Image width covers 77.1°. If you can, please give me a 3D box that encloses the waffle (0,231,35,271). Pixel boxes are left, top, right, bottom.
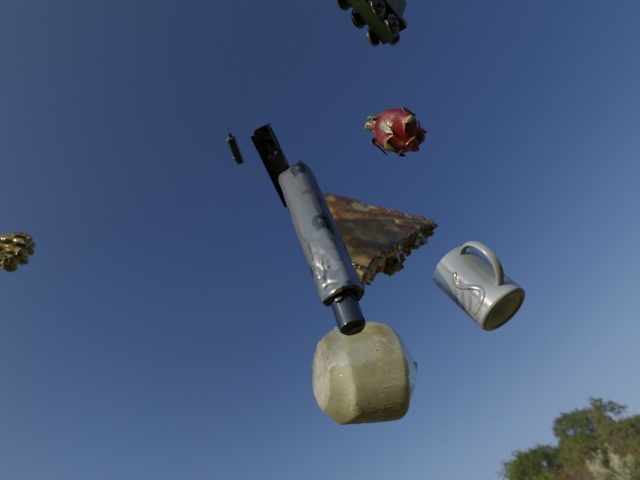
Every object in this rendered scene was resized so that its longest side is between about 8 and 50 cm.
[{"bbox_3d":[-0.708,0.030,0.840,0.193,0.149,0.051,-11,-65,-17],"label":"waffle"}]

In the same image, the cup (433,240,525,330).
[{"bbox_3d":[0.273,0.075,0.712,0.099,0.133,0.136,-43,-45,4],"label":"cup"}]

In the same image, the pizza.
[{"bbox_3d":[0.152,-0.002,1.089,0.405,0.440,0.130,0,-61,-20],"label":"pizza"}]

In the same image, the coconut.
[{"bbox_3d":[0.114,0.323,0.981,0.246,0.245,0.245,4,-51,-14],"label":"coconut"}]

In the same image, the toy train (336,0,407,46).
[{"bbox_3d":[0.129,-0.594,0.989,0.225,0.090,0.137,33,-113,-35],"label":"toy train"}]

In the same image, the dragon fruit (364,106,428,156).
[{"bbox_3d":[0.134,-0.202,0.735,0.086,0.116,0.081,-47,-39,3],"label":"dragon fruit"}]

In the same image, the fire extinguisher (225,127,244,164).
[{"bbox_3d":[-0.204,-0.219,0.943,0.025,0.038,0.083,-13,-51,3],"label":"fire extinguisher"}]

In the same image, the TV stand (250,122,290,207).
[{"bbox_3d":[-0.088,-0.147,0.941,0.042,0.036,0.249,-10,-66,37],"label":"TV stand"}]

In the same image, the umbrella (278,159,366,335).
[{"bbox_3d":[0.000,0.000,0.672,0.067,0.338,0.073,19,-51,-44],"label":"umbrella"}]
